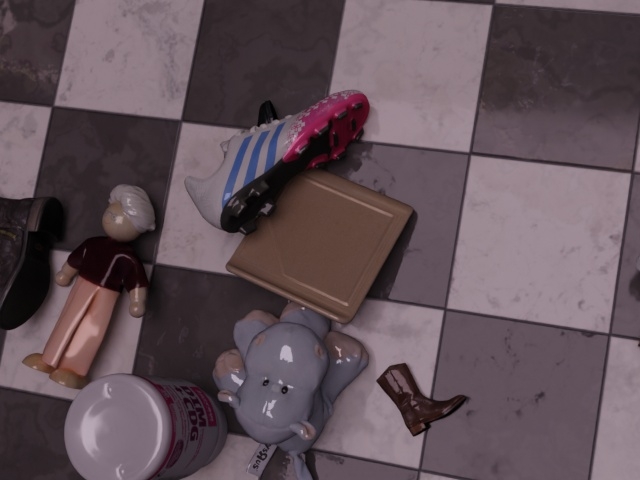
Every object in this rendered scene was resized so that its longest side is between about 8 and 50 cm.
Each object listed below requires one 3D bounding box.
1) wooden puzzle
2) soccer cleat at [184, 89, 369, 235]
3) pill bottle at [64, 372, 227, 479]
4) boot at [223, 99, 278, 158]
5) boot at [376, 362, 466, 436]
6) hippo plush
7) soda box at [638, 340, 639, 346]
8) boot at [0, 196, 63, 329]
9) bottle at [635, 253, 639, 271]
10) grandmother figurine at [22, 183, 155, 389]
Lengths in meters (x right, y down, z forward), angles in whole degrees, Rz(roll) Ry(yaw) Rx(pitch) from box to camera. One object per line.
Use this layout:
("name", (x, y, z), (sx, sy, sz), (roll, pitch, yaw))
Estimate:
("wooden puzzle", (0.000, 0.000, 1.642), (0.221, 0.044, 0.239), (24, 64, 17))
("soccer cleat", (-0.071, -0.150, 1.644), (0.331, 0.116, 0.143), (-41, 60, -20))
("pill bottle", (-0.249, 0.283, 1.565), (0.160, 0.283, 0.160), (-2, 81, 14))
("boot", (-0.113, -0.164, 1.729), (0.099, 0.045, 0.121), (-15, 82, 11))
("boot", (0.153, 0.227, 1.603), (0.106, 0.037, 0.114), (-33, 70, 5))
("hippo plush", (-0.081, 0.218, 1.557), (0.234, 0.236, 0.294), (20, 86, 16))
("soda box", (0.522, 0.080, 1.515), (0.058, 0.061, 0.181), (22, 87, 17))
("boot", (-0.572, 0.021, 1.790), (0.229, 0.091, 0.263), (5, 66, 22))
("bottle", (0.559, 0.102, 1.434), (0.283, 0.092, 0.118), (38, 82, -8))
("grandmother figurine", (-0.364, 0.071, 1.725), (0.207, 0.104, 0.342), (21, 87, 22))
